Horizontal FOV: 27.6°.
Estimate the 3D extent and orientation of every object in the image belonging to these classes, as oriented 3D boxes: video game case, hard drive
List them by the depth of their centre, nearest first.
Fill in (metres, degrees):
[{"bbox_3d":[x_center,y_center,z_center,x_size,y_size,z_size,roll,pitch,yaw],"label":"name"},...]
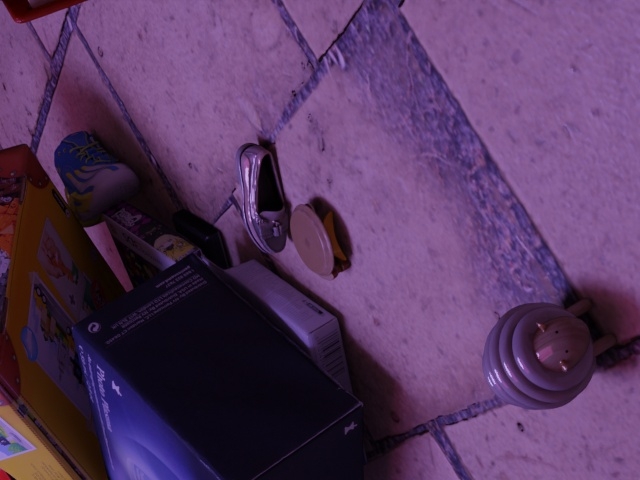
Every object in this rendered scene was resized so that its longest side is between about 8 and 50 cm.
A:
[{"bbox_3d":[-0.141,0.035,1.631,0.094,0.022,0.135,30,141,51],"label":"hard drive"},{"bbox_3d":[-0.182,0.079,1.676,0.210,0.042,0.232,30,145,50],"label":"video game case"}]

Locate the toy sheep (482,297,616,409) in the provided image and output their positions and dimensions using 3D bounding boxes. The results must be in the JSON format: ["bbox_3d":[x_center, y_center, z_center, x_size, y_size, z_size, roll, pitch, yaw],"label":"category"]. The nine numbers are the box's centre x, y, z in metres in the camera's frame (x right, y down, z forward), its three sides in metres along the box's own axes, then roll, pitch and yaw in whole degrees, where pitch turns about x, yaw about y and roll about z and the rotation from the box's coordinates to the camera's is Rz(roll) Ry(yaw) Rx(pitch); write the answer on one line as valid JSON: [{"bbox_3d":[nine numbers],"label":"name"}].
[{"bbox_3d":[0.167,0.088,0.995,0.091,0.091,0.132,57,156,12],"label":"toy sheep"}]

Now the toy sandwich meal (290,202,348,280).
[{"bbox_3d":[0.000,0.000,1.311,0.085,0.029,0.085,46,148,40],"label":"toy sandwich meal"}]

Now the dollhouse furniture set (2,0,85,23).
[{"bbox_3d":[-0.299,-0.279,1.337,0.259,0.262,0.135,-129,21,-53],"label":"dollhouse furniture set"}]

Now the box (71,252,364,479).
[{"bbox_3d":[-0.110,0.228,1.458,0.294,0.183,0.296,38,147,33],"label":"box"}]

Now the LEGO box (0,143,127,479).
[{"bbox_3d":[-0.371,0.187,1.698,0.500,0.193,0.372,64,-164,-44],"label":"LEGO box"}]

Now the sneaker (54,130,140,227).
[{"bbox_3d":[-0.317,-0.093,1.766,0.126,0.091,0.240,63,157,1],"label":"sneaker"}]

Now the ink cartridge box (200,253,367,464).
[{"bbox_3d":[-0.042,0.136,1.506,0.224,0.045,0.223,33,144,45],"label":"ink cartridge box"}]

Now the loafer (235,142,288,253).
[{"bbox_3d":[-0.057,-0.041,1.365,0.039,0.045,0.125,15,126,50],"label":"loafer"}]
